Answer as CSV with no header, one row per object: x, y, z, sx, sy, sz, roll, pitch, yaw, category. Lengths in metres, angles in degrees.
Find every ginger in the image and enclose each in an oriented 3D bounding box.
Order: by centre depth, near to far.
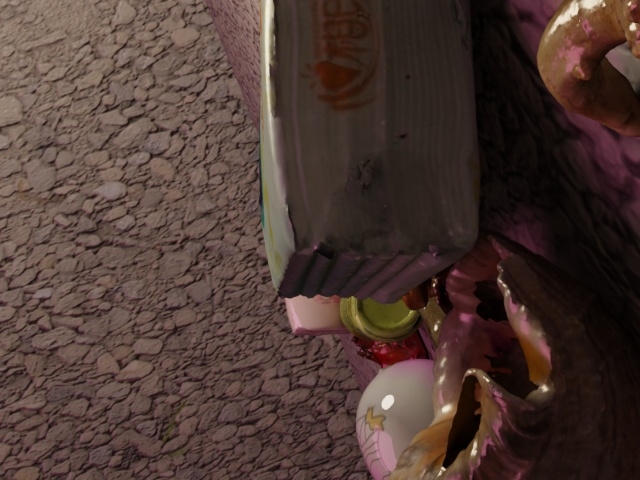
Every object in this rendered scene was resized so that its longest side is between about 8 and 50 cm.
0.147,-0.114,0.420,0.288,0.075,0.089,79,-153,-72,ginger

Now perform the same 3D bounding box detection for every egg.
0.159,0.297,1.303,0.196,0.196,0.271,152,101,-84,egg

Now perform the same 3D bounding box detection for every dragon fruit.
0.121,0.194,1.683,0.153,0.111,0.153,156,90,-88,dragon fruit

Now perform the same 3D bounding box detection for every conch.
0.164,0.141,0.701,0.352,0.210,0.297,111,161,-58,conch

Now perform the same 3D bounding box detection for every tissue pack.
0.024,-0.097,0.833,0.388,0.162,0.287,114,154,-80,tissue pack

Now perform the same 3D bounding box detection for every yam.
0.167,0.126,1.156,0.274,0.061,0.061,-115,5,-60,yam

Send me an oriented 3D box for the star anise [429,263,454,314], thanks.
0.143,0.028,1.036,0.177,0.073,0.234,-106,-10,-55,star anise

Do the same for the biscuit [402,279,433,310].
0.089,-0.044,1.118,0.165,0.036,0.250,-14,-90,-77,biscuit

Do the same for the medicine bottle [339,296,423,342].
0.096,0.106,1.516,0.239,0.124,0.124,116,130,-83,medicine bottle

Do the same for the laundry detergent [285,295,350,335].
0.000,0.000,1.681,0.088,0.159,0.335,-22,68,53,laundry detergent
